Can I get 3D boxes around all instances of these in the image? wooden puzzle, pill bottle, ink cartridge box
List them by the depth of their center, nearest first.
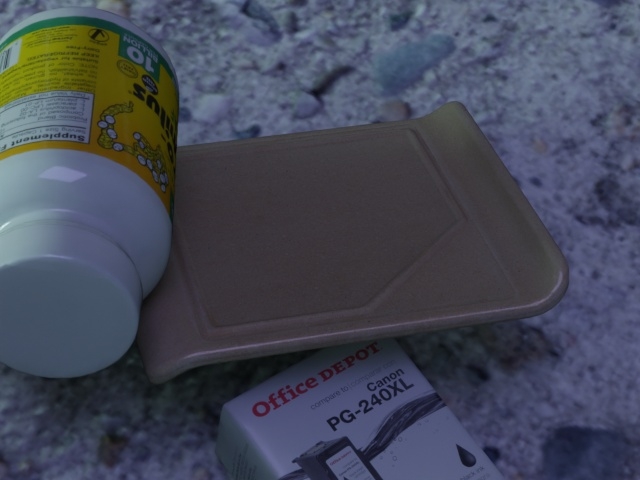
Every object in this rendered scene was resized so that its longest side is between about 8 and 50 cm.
[{"bbox_3d":[-0.139,-0.028,0.923,0.118,0.117,0.208,2,40,-4],"label":"pill bottle"},{"bbox_3d":[0.027,0.133,0.924,0.109,0.063,0.150,-28,64,-22],"label":"ink cartridge box"},{"bbox_3d":[0.000,0.000,0.984,0.239,0.044,0.221,-12,34,-9],"label":"wooden puzzle"}]
